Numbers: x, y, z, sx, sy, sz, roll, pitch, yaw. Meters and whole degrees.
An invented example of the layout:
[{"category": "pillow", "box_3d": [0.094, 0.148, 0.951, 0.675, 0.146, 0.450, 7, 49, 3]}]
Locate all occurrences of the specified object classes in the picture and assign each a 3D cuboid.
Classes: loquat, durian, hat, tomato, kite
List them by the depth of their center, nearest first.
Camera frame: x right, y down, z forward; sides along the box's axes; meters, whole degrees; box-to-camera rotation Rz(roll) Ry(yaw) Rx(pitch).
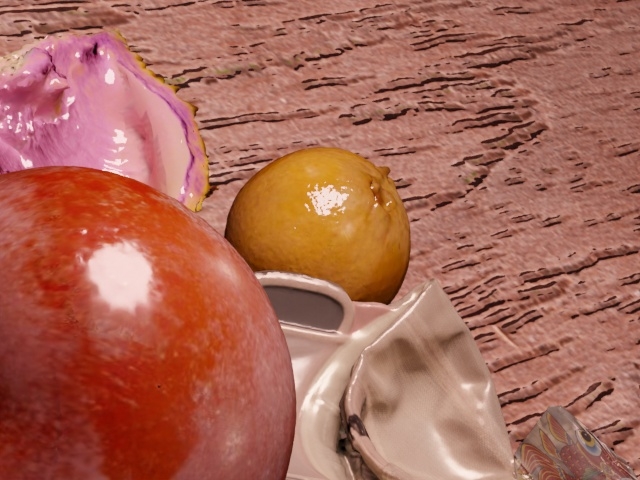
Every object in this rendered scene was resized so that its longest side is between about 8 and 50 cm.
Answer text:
[{"category": "tomato", "box_3d": [-0.133, 0.096, 1.042, 0.227, 0.270, 0.270, 16, 36, -40]}, {"category": "durian", "box_3d": [-0.206, -0.017, 1.272, 0.341, 0.112, 0.191, -28, 76, -45]}, {"category": "hat", "box_3d": [0.012, 0.137, 1.289, 0.226, 0.164, 0.219, -9, 41, 6]}, {"category": "loquat", "box_3d": [0.000, 0.000, 1.397, 0.141, 0.141, 0.141, 23, 35, -17]}, {"category": "kite", "box_3d": [0.169, 0.191, 1.409, 0.127, 0.016, 0.229, 41, 33, 16]}]
